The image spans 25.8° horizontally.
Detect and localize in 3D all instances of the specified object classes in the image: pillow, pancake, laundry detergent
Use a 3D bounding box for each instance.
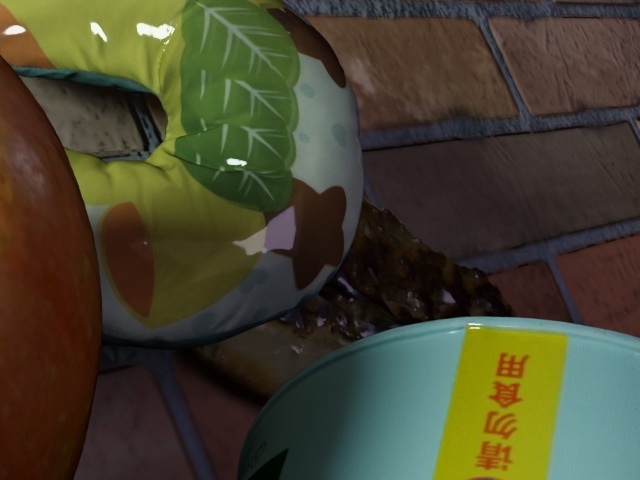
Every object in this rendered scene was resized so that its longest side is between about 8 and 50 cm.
[{"bbox_3d":[-0.084,-0.049,0.685,0.214,0.086,0.233,9,55,-5],"label":"pillow"},{"bbox_3d":[0.000,0.000,0.816,0.266,0.057,0.244,-2,58,-53],"label":"pancake"},{"bbox_3d":[0.065,0.233,0.521,0.287,0.287,0.305,42,41,-20],"label":"laundry detergent"}]

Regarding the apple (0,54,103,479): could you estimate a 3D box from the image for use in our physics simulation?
[{"bbox_3d":[-0.167,0.067,0.403,0.163,0.251,0.293,46,39,-1],"label":"apple"}]
